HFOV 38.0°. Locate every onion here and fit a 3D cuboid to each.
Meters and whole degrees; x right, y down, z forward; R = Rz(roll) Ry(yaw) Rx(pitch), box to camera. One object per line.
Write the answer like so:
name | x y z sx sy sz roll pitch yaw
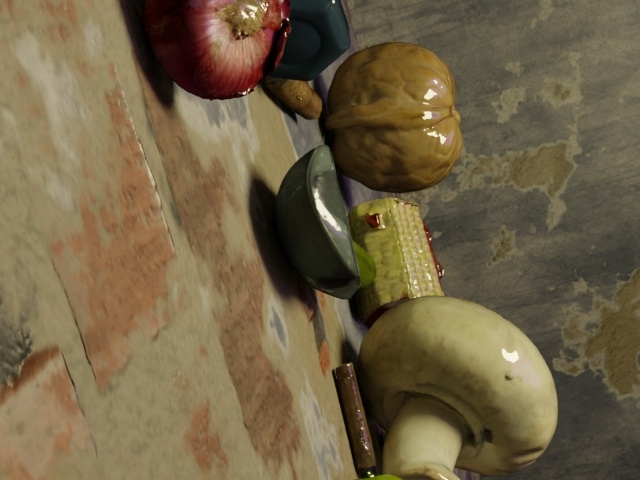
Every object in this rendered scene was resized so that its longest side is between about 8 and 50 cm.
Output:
onion | -0.110 -0.204 0.863 0.150 0.140 0.150 -5 97 -40

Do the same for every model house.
model house | 0.125 0.043 1.653 0.254 0.160 0.196 43 34 -69

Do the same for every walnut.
walnut | 0.141 -0.239 1.817 0.285 0.285 0.296 6 81 -80

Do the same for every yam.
yam | -0.039 -0.226 1.399 0.241 0.057 0.057 24 52 -78
yam | 0.048 0.242 1.287 0.032 0.032 0.145 6 71 -80

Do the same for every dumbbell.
dumbbell | -0.048 -0.374 1.296 0.156 0.143 0.316 64 16 -50

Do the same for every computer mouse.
computer mouse | 0.000 0.000 1.210 0.379 0.090 0.167 65 14 -71

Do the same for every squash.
squash | 0.036 0.030 1.445 0.201 0.066 0.066 38 38 -63

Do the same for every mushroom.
mushroom | 0.207 0.226 1.376 0.356 0.315 0.315 -134 -152 -80

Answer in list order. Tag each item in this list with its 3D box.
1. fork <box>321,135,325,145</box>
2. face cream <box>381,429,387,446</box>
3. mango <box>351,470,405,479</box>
fork | 0.012 -0.132 1.689 0.016 0.012 0.115 -14 95 -77
face cream | 0.118 0.340 1.578 0.115 0.020 0.038 40 38 -72
mango | 0.061 0.369 0.879 0.175 0.143 0.293 25 61 -76
